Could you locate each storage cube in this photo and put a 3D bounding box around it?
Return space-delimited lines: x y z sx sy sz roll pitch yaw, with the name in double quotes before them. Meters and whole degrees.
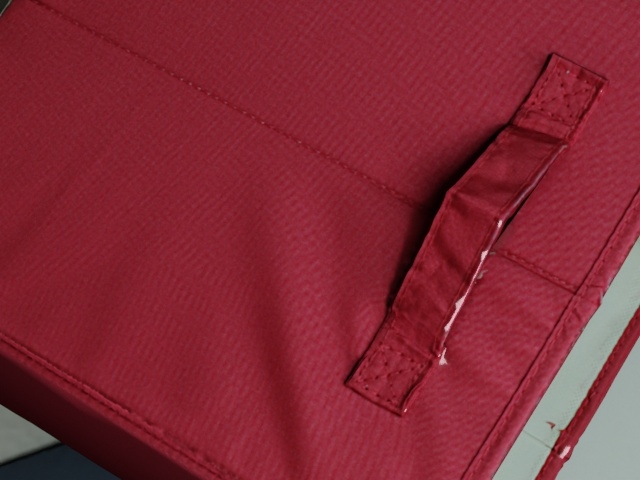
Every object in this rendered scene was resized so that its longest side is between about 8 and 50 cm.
"storage cube" 0.000 0.000 0.592 0.184 0.193 0.215 -57 165 -13

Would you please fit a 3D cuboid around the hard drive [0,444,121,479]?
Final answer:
"hard drive" -0.078 0.161 0.885 0.254 0.054 0.172 -18 131 2

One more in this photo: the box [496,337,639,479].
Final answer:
"box" 0.142 0.145 0.795 0.121 0.148 0.311 -4 149 11
